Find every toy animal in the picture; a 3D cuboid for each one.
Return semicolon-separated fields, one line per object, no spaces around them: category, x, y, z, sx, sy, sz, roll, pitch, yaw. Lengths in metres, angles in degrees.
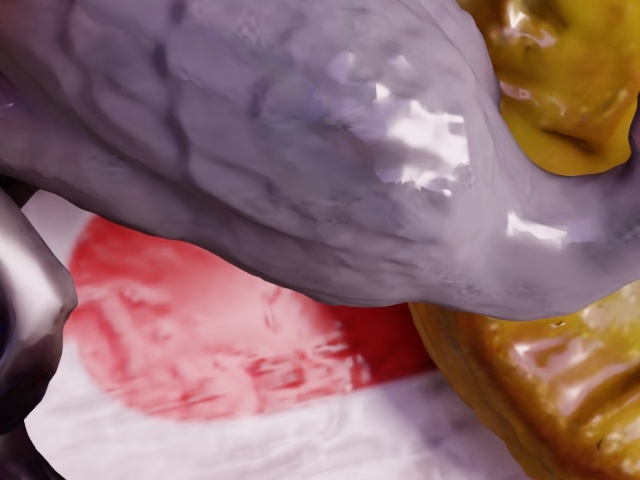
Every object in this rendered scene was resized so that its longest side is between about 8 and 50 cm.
toy animal;0.006;-0.022;0.381;0.324;0.090;0.195;-14;114;11

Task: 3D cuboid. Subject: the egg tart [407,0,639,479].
egg tart;0.154;-0.025;0.438;0.295;0.295;0.116;55;34;-12
